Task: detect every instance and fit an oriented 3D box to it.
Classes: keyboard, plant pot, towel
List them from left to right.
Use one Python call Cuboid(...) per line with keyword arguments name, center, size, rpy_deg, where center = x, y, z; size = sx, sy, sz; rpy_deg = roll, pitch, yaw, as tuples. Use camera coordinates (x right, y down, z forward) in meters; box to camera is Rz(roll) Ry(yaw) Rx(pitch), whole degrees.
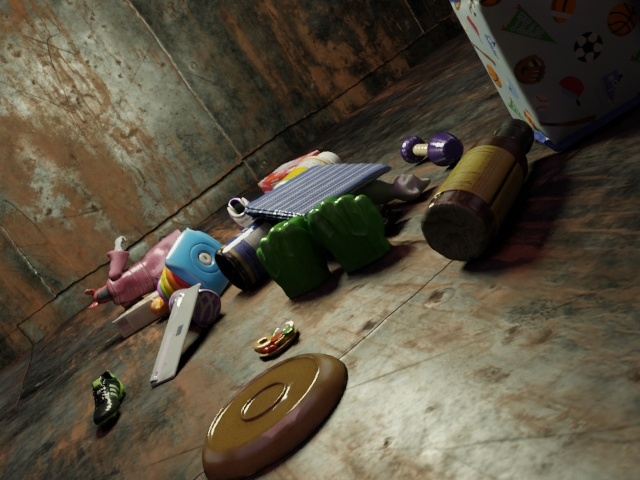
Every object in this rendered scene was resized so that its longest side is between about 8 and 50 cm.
Cuboid(name="keyboard", center=(-0.311, 0.200, 1.470), size=(0.072, 0.014, 0.256), rpy_deg=(-22, 38, 25))
Cuboid(name="plant pot", center=(-0.070, 0.227, 0.924), size=(0.236, 0.032, 0.236), rpy_deg=(-32, 14, 9))
Cuboid(name="towel", center=(-0.017, -0.108, 1.554), size=(0.243, 0.040, 0.336), rpy_deg=(-34, 20, -21))

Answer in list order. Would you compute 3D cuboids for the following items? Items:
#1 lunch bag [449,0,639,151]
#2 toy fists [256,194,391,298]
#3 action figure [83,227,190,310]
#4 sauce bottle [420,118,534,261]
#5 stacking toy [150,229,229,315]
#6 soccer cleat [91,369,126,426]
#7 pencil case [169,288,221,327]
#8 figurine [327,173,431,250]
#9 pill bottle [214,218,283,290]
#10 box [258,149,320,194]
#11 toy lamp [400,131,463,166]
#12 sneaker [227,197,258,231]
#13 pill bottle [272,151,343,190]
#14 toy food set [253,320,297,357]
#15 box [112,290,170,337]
Cuboid(name="lunch bag", center=(0.472, -0.392, 1.153), size=(0.386, 0.327, 0.239), rpy_deg=(-31, 18, 7))
Cuboid(name="toy fists", center=(0.000, 0.000, 1.316), size=(0.279, 0.142, 0.096), rpy_deg=(-26, 16, 32))
Cuboid(name="action figure", center=(-0.528, 0.125, 2.060), size=(0.370, 0.248, 0.276), rpy_deg=(-29, 31, -21))
Cuboid(name="sauce bottle", center=(0.269, -0.096, 1.086), size=(0.111, 0.111, 0.344), rpy_deg=(-23, 16, 42))
Cuboid(name="stacking toy", center=(-0.382, 0.125, 1.854), size=(0.302, 0.175, 0.165), rpy_deg=(-43, 16, 39))
Cuboid(name="soccer cleat", center=(-0.448, 0.326, 1.403), size=(0.060, 0.072, 0.179), rpy_deg=(-35, 13, -2))
Cuboid(name="pencil case", center=(-0.307, 0.160, 1.635), size=(0.206, 0.086, 0.088), rpy_deg=(-11, 61, 64))
Cuboid(name="figurine", center=(0.113, -0.070, 1.449), size=(0.209, 0.092, 0.215), rpy_deg=(-9, 27, 45))
Cuboid(name="pill bottle", center=(-0.140, 0.012, 1.660), size=(0.219, 0.122, 0.123), rpy_deg=(-40, 14, -24))
Cuboid(name="box", center=(-0.079, -0.192, 2.233), size=(0.128, 0.122, 0.257), rpy_deg=(-42, 15, -27))
Cuboid(name="toy lamp", center=(0.260, -0.214, 1.584), size=(0.080, 0.080, 0.275), rpy_deg=(-36, 14, -4))
Cuboid(name="sneaker", center=(-0.213, -0.070, 2.054), size=(0.102, 0.161, 0.282), rpy_deg=(-37, 12, -4))
Cuboid(name="pill bottle", center=(-0.026, -0.161, 1.962), size=(0.136, 0.136, 0.245), rpy_deg=(-23, 17, 40))
Cuboid(name="toy food set", center=(-0.074, 0.169, 1.163), size=(0.083, 0.020, 0.083), rpy_deg=(-38, 13, -14))
Cuboid(name="box", center=(-0.462, 0.178, 1.984), size=(0.324, 0.067, 0.063), rpy_deg=(-32, 13, 16))
